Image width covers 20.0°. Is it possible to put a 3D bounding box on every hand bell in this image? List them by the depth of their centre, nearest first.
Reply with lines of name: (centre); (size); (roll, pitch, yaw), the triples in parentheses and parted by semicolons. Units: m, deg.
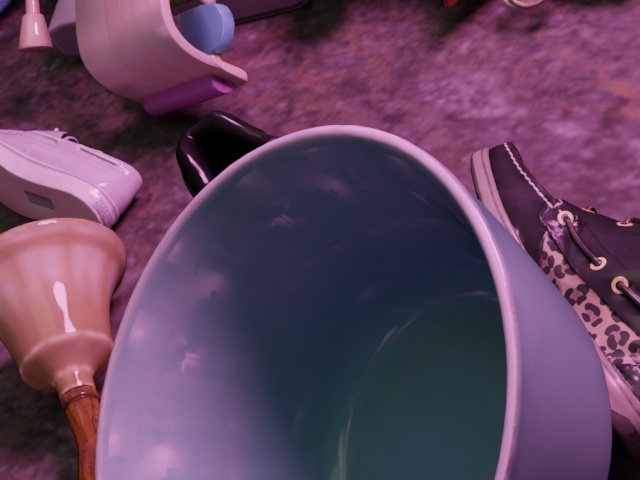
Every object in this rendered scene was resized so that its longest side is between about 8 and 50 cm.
hand bell: (-0.158, 0.116, 1.218); (0.126, 0.126, 0.242); (-29, 56, 8)

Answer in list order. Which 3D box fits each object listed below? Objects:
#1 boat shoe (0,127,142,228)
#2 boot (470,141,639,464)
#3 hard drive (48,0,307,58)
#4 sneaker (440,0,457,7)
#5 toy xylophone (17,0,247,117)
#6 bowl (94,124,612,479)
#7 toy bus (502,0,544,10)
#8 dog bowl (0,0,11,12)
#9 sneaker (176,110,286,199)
boat shoe: (-0.213, -0.058, 1.416); (0.184, 0.066, 0.063); (16, 49, 44)
boot: (0.204, 0.000, 1.073); (0.179, 0.085, 0.236); (-30, 50, 6)
hard drive: (-0.092, -0.319, 1.576); (0.233, 0.047, 0.353); (-10, 48, 26)
sneaker: (-0.002, -0.281, 1.383); (0.350, 0.131, 0.148); (25, 68, 31)
toy xylophone: (-0.149, -0.258, 1.415); (0.236, 0.081, 0.322); (0, 89, 49)
bowl: (0.034, 0.108, 0.988); (0.311, 0.163, 0.311); (-16, 66, 41)
toy bus: (0.229, -0.266, 1.274); (0.202, 0.191, 0.104); (0, 10, 32)
dog bowl: (-0.316, -0.268, 1.576); (0.297, 0.166, 0.074); (-45, 54, 13)
sneaker: (0.000, 0.000, 1.176); (0.283, 0.124, 0.107); (27, 71, 44)
